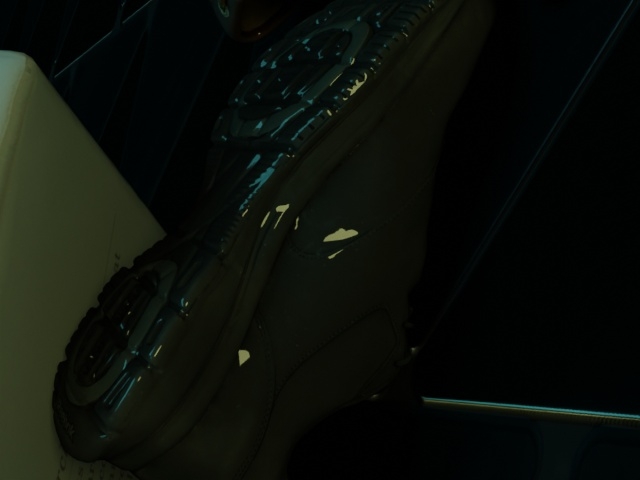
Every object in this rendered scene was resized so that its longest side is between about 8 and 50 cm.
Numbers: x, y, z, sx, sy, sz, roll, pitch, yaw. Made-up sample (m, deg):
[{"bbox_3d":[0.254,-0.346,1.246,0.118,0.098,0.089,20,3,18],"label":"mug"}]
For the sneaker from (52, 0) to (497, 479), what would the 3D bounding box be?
[{"bbox_3d":[0.000,0.000,0.709,0.286,0.130,0.109,-55,27,-7],"label":"sneaker"}]

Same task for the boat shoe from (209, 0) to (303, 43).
[{"bbox_3d":[0.010,-0.192,0.838,0.342,0.123,0.123,-22,86,60],"label":"boat shoe"}]

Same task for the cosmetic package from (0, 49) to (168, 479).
[{"bbox_3d":[-0.269,0.116,0.808,0.394,0.329,0.327,62,-145,-69],"label":"cosmetic package"}]
